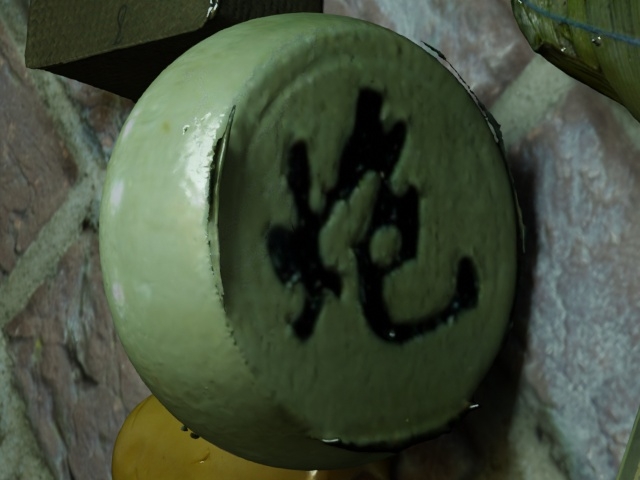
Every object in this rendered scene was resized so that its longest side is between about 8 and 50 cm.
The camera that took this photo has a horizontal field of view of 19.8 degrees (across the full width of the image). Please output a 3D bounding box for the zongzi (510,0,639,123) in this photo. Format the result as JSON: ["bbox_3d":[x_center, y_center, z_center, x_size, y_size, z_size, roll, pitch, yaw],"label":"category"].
[{"bbox_3d":[0.276,-0.085,1.313,0.323,0.160,0.361,-4,91,57],"label":"zongzi"}]

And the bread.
[{"bbox_3d":[-0.069,0.207,1.588,0.305,0.091,0.142,5,86,46],"label":"bread"}]

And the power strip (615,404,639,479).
[{"bbox_3d":[0.247,0.210,1.292,0.092,0.066,0.388,18,88,45],"label":"power strip"}]

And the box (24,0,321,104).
[{"bbox_3d":[-0.140,-0.247,1.757,0.273,0.143,0.184,-9,71,42],"label":"box"}]

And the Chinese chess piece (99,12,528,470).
[{"bbox_3d":[0.000,0.000,1.391,0.146,0.349,0.349,-7,73,47],"label":"Chinese chess piece"}]
